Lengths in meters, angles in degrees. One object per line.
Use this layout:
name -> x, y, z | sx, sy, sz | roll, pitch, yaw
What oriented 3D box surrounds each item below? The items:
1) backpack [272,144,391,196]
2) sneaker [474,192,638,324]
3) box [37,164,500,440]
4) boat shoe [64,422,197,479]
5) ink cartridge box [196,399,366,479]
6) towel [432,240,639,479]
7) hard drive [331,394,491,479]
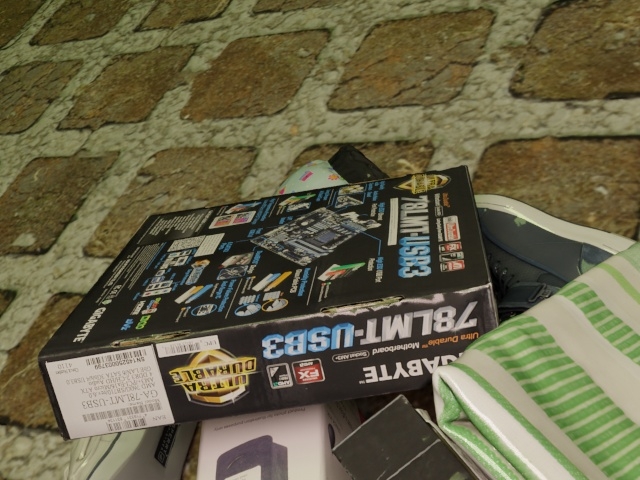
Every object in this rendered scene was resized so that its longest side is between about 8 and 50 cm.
backpack -> 0.000, 0.000, 0.946 | 0.182, 0.115, 0.152 | -46, 27, 5
sneaker -> 0.156, 0.048, 0.840 | 0.226, 0.086, 0.163 | 17, 55, 41
box -> -0.021, 0.031, 0.728 | 0.293, 0.073, 0.295 | -8, 19, 8
boat shoe -> -0.187, 0.206, 0.876 | 0.088, 0.096, 0.268 | -13, 40, 26
ink cartridge box -> -0.014, 0.221, 0.687 | 0.100, 0.172, 0.237 | -16, 41, 14
towel -> 0.224, 0.112, 0.560 | 0.248, 0.038, 0.325 | 44, 36, 22
hard drive -> 0.150, 0.253, 0.501 | 0.064, 0.237, 0.339 | -38, 39, -6
